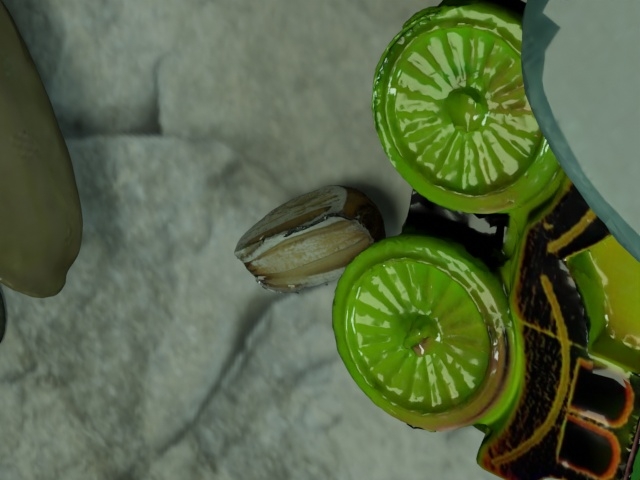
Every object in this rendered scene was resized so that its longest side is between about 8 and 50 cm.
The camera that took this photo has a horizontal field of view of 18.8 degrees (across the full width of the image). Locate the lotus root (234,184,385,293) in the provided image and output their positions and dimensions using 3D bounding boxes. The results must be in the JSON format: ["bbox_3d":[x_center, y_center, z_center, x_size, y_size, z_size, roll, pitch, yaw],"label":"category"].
[{"bbox_3d":[0.001,-0.002,0.875,0.037,0.030,0.083,44,142,-23],"label":"lotus root"}]

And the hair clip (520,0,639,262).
[{"bbox_3d":[0.160,-0.183,0.512,0.318,0.238,0.392,54,134,8],"label":"hair clip"}]

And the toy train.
[{"bbox_3d":[0.098,-0.042,0.727,0.160,0.100,0.296,22,121,25],"label":"toy train"}]

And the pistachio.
[{"bbox_3d":[-0.199,-0.054,0.954,0.129,0.131,0.206,-26,88,18],"label":"pistachio"}]

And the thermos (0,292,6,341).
[{"bbox_3d":[-0.262,0.060,1.020,0.083,0.188,0.073,15,117,35],"label":"thermos"}]
